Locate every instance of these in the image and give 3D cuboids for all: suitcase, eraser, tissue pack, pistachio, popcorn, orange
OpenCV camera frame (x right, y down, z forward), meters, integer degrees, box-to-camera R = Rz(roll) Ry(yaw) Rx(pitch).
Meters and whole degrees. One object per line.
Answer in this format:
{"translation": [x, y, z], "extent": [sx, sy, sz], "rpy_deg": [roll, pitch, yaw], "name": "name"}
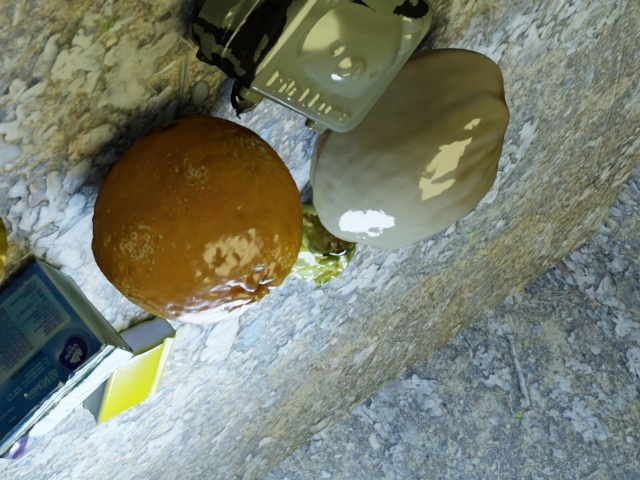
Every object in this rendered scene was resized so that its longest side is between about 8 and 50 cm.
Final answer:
{"translation": [0.016, -0.340, 1.768], "extent": [0.339, 0.194, 0.351], "rpy_deg": [-53, 151, 12], "name": "suitcase"}
{"translation": [-0.379, 0.257, 2.392], "extent": [0.158, 0.069, 0.226], "rpy_deg": [-24, 152, -35], "name": "eraser"}
{"translation": [-0.471, 0.195, 1.940], "extent": [0.263, 0.198, 0.146], "rpy_deg": [-43, 161, 0], "name": "tissue pack"}
{"translation": [0.178, -0.173, 2.285], "extent": [0.365, 0.281, 0.445], "rpy_deg": [29, 114, -33], "name": "pistachio"}
{"translation": [-0.010, 0.004, 2.481], "extent": [0.168, 0.174, 0.195], "rpy_deg": [-21, 168, 3], "name": "popcorn"}
{"translation": [-0.185, -0.022, 1.902], "extent": [0.340, 0.293, 0.340], "rpy_deg": [-38, 158, -18], "name": "orange"}

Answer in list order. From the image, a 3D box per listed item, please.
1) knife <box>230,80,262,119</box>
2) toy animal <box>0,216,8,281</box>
{"translation": [-0.016, -0.338, 1.961], "extent": [0.365, 0.043, 0.089], "rpy_deg": [-42, 159, -8], "name": "knife"}
{"translation": [-0.497, 0.000, 1.599], "extent": [0.156, 0.156, 0.230], "rpy_deg": [-42, 160, -2], "name": "toy animal"}
